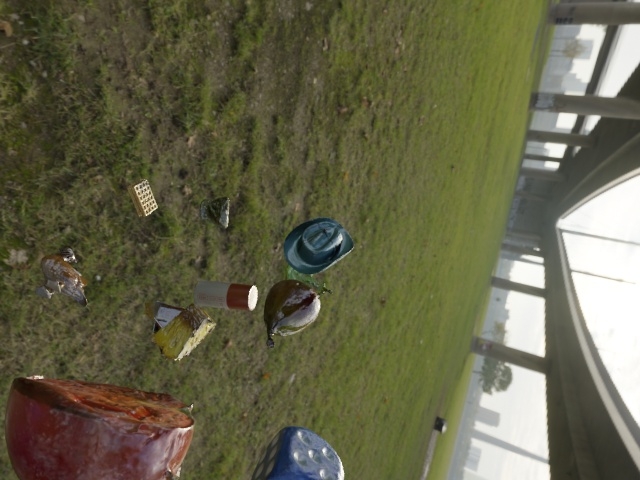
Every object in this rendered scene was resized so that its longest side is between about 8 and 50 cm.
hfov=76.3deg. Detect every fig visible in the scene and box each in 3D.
[{"bbox_3d":[-0.106,0.226,1.200,0.146,0.169,0.274,-68,173,29],"label":"fig"}]

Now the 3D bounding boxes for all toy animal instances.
[{"bbox_3d":[-0.777,0.116,1.258,0.188,0.089,0.179,57,14,-27],"label":"toy animal"}]

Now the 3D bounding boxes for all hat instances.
[{"bbox_3d":[0.000,0.000,1.021,0.190,0.138,0.078,-30,155,-24],"label":"hat"}]

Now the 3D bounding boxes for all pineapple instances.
[{"bbox_3d":[-0.440,0.294,1.366,0.186,0.114,0.236,-55,171,34],"label":"pineapple"}]

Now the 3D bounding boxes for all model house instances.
[{"bbox_3d":[-0.636,0.359,1.668,0.219,0.207,0.136,128,-27,-49],"label":"model house"}]

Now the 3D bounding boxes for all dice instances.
[{"bbox_3d":[-0.049,0.472,0.798,0.147,0.146,0.143,-55,-177,9],"label":"dice"}]

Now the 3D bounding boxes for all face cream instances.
[{"bbox_3d":[-0.351,0.204,1.512,0.096,0.213,0.096,4,90,-79],"label":"face cream"}]

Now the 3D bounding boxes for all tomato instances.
[{"bbox_3d":[-0.349,0.322,0.631,0.309,0.308,0.170,49,49,-61],"label":"tomato"}]

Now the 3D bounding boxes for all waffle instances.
[{"bbox_3d":[-0.788,-0.191,1.805,0.102,0.042,0.148,-61,145,-58],"label":"waffle"}]

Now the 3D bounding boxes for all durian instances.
[{"bbox_3d":[-0.054,0.168,1.483,0.086,0.215,0.100,0,118,-63],"label":"durian"}]

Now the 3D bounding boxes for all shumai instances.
[{"bbox_3d":[-0.328,-0.089,1.258,0.123,0.087,0.099,-175,-91,-73],"label":"shumai"}]
